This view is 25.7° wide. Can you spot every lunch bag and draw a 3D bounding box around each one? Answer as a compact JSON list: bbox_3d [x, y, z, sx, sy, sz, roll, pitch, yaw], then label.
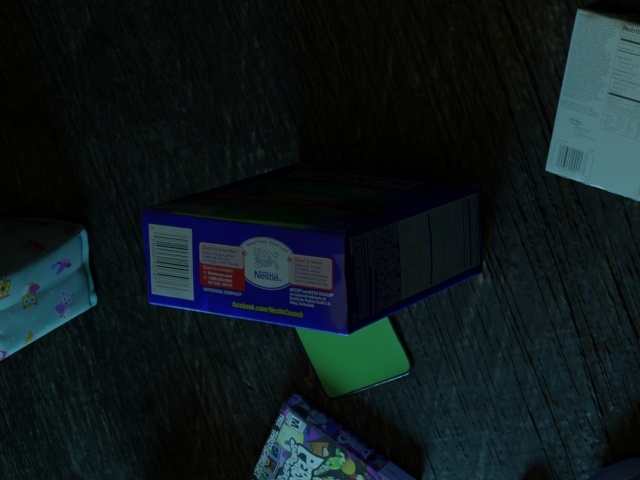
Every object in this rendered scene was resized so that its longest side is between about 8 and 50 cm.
[{"bbox_3d":[-0.491,0.058,2.005,0.262,0.223,0.160,10,117,32],"label":"lunch bag"}]

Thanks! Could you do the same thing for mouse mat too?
[{"bbox_3d":[0.026,0.105,1.810,0.152,0.007,0.190,-24,91,37],"label":"mouse mat"}]

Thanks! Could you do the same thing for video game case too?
[{"bbox_3d":[0.002,0.353,1.889,0.210,0.042,0.232,35,122,18],"label":"video game case"}]

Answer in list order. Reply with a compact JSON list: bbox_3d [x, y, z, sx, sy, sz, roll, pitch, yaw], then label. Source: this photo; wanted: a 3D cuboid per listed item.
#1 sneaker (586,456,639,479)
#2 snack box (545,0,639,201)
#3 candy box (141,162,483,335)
[{"bbox_3d":[0.404,0.314,1.559,0.305,0.114,0.152,-17,96,36],"label":"sneaker"},{"bbox_3d":[0.403,-0.117,1.444,0.321,0.060,0.187,21,117,27],"label":"snack box"},{"bbox_3d":[0.000,0.000,1.595,0.268,0.317,0.122,7,104,31],"label":"candy box"}]
